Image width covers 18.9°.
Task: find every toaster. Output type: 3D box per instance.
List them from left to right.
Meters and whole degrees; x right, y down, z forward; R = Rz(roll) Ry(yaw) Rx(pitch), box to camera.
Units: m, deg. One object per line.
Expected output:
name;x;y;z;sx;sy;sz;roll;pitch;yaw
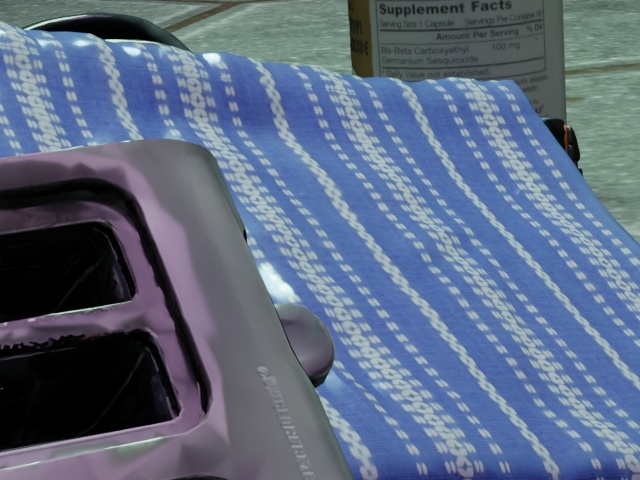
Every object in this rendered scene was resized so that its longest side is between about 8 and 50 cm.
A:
toaster;-0.075;0.078;0.396;0.186;0.110;0.168;-9;55;-23

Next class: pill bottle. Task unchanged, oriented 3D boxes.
pill bottle;0.081;-0.141;1.166;0.131;0.229;0.131;-3;13;1

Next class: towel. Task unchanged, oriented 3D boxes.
towel;0.000;0.000;0.657;0.336;0.040;0.243;3;35;-36

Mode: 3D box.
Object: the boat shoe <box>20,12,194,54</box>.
boat shoe;-0.111;0.000;0.787;0.187;0.156;0.500;-2;15;-2

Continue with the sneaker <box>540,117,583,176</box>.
sneaker;0.053;-0.010;0.987;0.087;0.083;0.221;-10;1;37
